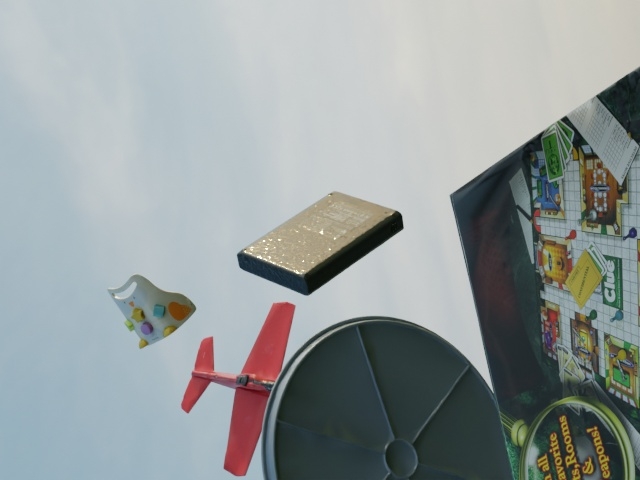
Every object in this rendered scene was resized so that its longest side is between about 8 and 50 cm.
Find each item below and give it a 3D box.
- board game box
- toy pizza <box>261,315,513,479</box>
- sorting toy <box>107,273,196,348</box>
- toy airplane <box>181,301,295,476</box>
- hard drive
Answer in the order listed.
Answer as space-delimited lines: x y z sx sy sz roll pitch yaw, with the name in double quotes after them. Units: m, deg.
0.121 0.068 0.410 0.030 0.136 0.259 15 -124 -40 "board game box"
0.047 0.150 0.824 0.201 0.032 0.201 11 -114 -26 "toy pizza"
-0.192 0.072 1.314 0.075 0.083 0.045 51 -143 -16 "sorting toy"
-0.069 0.116 1.016 0.028 0.151 0.151 25 -128 -34 "toy airplane"
0.000 0.000 1.157 0.135 0.094 0.022 -33 -52 -35 "hard drive"
